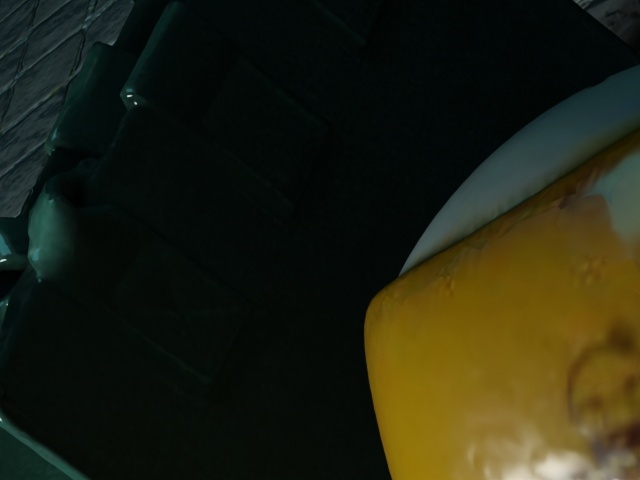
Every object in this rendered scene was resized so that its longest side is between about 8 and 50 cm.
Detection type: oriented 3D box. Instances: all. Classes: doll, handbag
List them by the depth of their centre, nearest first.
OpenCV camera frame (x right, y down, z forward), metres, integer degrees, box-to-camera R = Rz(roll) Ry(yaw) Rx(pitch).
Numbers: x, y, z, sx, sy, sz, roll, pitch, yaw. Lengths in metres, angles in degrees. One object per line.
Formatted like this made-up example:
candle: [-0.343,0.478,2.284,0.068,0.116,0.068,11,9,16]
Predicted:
doll: [0.139,0.042,0.533,0.213,0.213,0.236,-24,-7,39]
handbag: [0.000,0.001,0.712,0.089,0.238,0.326,-23,34,48]
